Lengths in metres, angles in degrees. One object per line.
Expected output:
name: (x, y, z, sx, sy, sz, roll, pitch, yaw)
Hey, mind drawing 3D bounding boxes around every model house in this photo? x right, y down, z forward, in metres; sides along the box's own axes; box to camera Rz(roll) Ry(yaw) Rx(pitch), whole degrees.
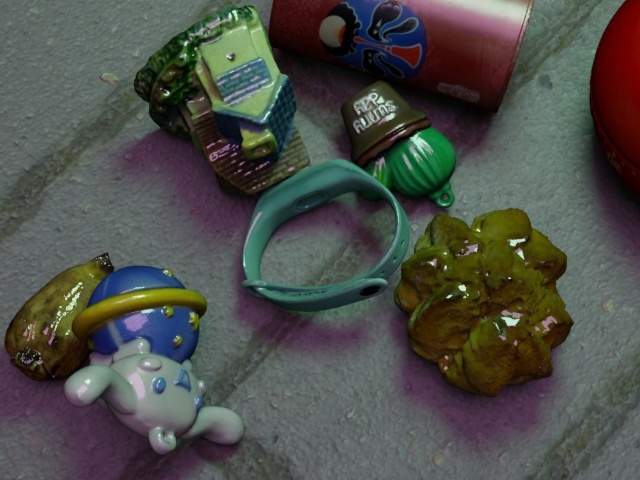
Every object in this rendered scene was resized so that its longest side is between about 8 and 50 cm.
model house: (-0.119, -0.167, 1.580, 0.195, 0.214, 0.189, -27, 69, -10)

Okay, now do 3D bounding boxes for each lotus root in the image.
lotus root: (-0.336, 0.099, 1.573, 0.108, 0.094, 0.190, 36, 67, -10)

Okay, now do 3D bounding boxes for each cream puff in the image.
cream puff: (0.215, 0.075, 1.552, 0.244, 0.196, 0.244, 3, 44, -3)

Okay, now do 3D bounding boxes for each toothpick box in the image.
toothpick box: (0.115, -0.318, 1.648, 0.333, 0.204, 0.204, 16, 74, 4)

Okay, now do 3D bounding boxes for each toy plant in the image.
toy plant: (0.105, -0.118, 1.643, 0.143, 0.105, 0.200, -32, 90, 5)

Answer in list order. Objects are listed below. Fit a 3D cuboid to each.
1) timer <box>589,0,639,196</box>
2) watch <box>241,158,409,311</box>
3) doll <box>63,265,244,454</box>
timer: (0.547, -0.204, 1.566, 0.378, 0.279, 0.377, -5, 61, 10)
watch: (0.000, 0.000, 1.592, 0.237, 0.068, 0.195, -22, 66, 11)
doll: (-0.242, 0.147, 1.471, 0.160, 0.311, 0.242, -11, 80, 24)
